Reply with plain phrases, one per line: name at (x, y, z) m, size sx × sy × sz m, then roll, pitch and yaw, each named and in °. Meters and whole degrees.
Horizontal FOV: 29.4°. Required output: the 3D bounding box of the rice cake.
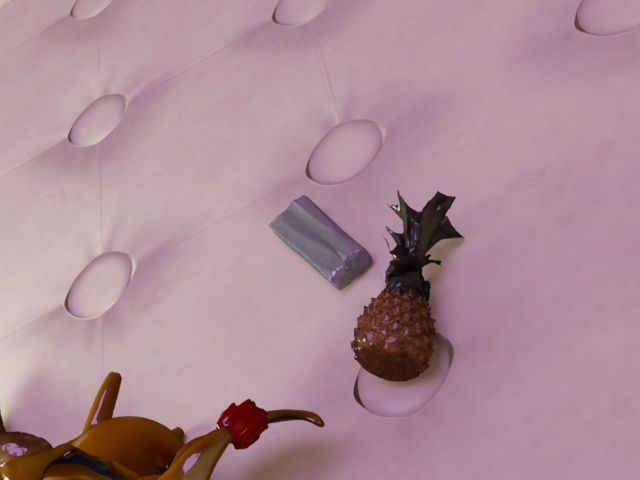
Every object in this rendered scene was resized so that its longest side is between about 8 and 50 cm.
rice cake at (0.000, 0.001, 1.892) m, size 0.080 × 0.042 × 0.222 m, roll -39°, pitch 38°, yaw -7°

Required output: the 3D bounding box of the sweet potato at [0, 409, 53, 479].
sweet potato at (-0.515, 0.328, 1.935) m, size 0.124 × 0.098 × 0.310 m, roll -32°, pitch 33°, yaw -25°

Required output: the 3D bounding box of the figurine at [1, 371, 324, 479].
figurine at (-0.211, 0.331, 1.585) m, size 0.401 × 0.268 × 0.387 m, roll -19°, pitch 11°, yaw -29°

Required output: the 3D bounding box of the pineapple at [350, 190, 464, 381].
pineapple at (0.126, 0.060, 1.688) m, size 0.119 × 0.130 × 0.277 m, roll -38°, pitch 29°, yaw 52°
